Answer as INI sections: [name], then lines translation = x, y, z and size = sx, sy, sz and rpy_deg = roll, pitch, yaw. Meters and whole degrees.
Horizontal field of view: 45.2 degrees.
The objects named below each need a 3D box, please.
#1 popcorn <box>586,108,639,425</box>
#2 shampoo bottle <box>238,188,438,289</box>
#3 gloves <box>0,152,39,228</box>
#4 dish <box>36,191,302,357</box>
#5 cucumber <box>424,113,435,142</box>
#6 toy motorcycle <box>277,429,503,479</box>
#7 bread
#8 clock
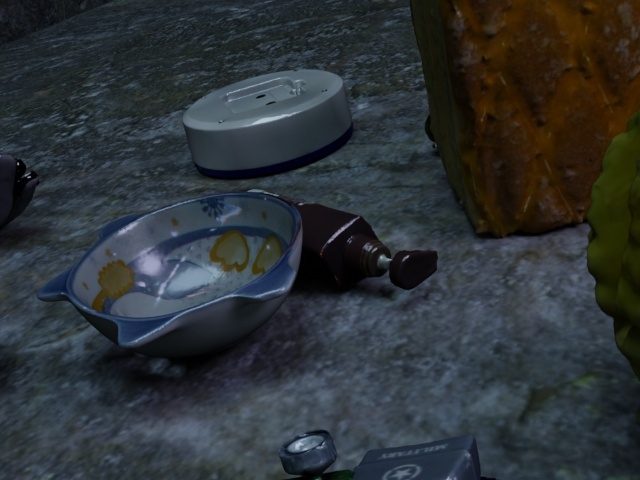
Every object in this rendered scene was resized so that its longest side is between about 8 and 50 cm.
[popcorn]
translation = 0.258, 0.014, 0.377
size = 0.224, 0.257, 0.270
rpy_deg = 8, -23, -21
[shampoo bottle]
translation = 0.002, 0.001, 0.723
size = 0.068, 0.067, 0.236
rpy_deg = -40, 36, -25
[gloves]
translation = -0.476, -0.044, 0.978
size = 0.285, 0.119, 0.142
rpy_deg = -18, 35, 22
[dish]
translation = -0.116, 0.046, 0.663
size = 0.228, 0.086, 0.236
rpy_deg = -22, 28, -13
[cucumber]
translation = 0.237, -0.155, 0.919
size = 0.227, 0.069, 0.069
rpy_deg = -11, 26, -4
[toy motorcycle]
translation = -0.033, 0.162, 0.346
size = 0.275, 0.124, 0.187
rpy_deg = -17, 5, 22
[bread]
translation = 0.242, -0.175, 0.728
size = 0.279, 0.279, 0.207
rpy_deg = -15, 29, 3
[clock]
translation = -0.073, -0.168, 1.068
size = 0.230, 0.083, 0.230
rpy_deg = -9, 28, 5
